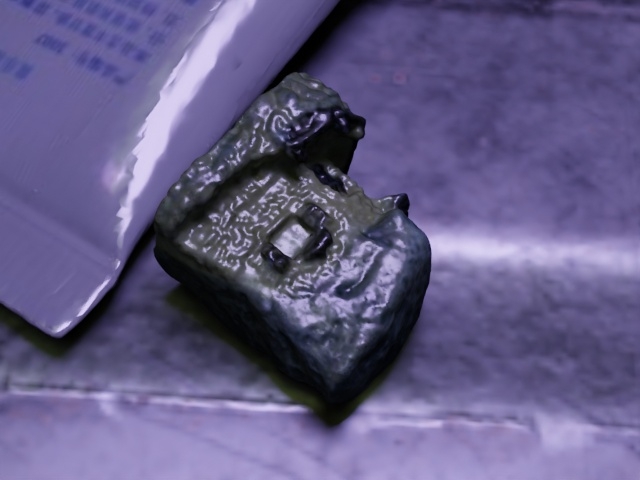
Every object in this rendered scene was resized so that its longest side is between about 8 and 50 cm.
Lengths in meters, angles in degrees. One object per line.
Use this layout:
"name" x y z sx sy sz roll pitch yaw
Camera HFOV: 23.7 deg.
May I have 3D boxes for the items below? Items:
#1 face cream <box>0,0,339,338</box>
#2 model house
"face cream" -0.054 -0.181 0.601 0.235 0.137 0.420 33 70 16
"model house" 0.000 0.000 0.504 0.083 0.066 0.079 37 64 18
